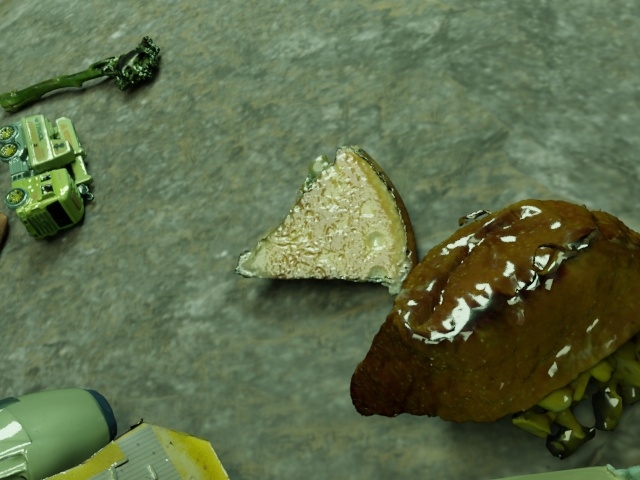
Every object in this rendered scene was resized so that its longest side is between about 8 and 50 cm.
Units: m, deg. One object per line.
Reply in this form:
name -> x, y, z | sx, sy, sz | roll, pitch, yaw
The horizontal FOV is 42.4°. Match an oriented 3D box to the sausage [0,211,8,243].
sausage -> -0.461, 0.037, 1.059 | 0.047, 0.040, 0.176 | 26, 77, 36

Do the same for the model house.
model house -> -0.175, 0.311, 0.784 | 0.207, 0.136, 0.219 | -25, 67, -37

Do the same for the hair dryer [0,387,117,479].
hair dryer -> -0.396, 0.232, 0.816 | 0.298, 0.296, 0.118 | -5, 101, 24

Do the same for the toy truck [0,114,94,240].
toy truck -> -0.349, -0.090, 1.058 | 0.100, 0.077, 0.168 | -20, 56, -4

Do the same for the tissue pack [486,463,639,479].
tissue pack -> 0.040, 0.343, 0.562 | 0.405, 0.205, 0.331 | -10, 79, 10

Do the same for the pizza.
pizza -> 0.000, 0.000, 0.887 | 0.195, 0.052, 0.185 | -23, 67, 5

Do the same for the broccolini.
broccolini -> -0.330, -0.215, 1.141 | 0.255, 0.071, 0.057 | -16, 103, 22

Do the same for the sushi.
sushi -> 0.174, 0.078, 0.730 | 0.296, 0.179, 0.167 | -33, 33, -13
